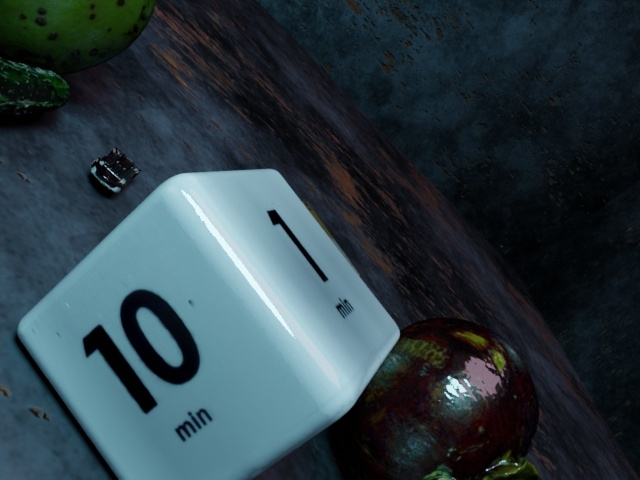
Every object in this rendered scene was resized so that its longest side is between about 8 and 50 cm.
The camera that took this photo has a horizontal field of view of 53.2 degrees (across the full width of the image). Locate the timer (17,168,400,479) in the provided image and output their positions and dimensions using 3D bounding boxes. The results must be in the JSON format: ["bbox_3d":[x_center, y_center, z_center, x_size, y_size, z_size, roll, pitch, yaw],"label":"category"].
[{"bbox_3d":[-0.078,0.074,0.519,0.195,0.192,0.194,52,18,4],"label":"timer"}]

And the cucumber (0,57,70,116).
[{"bbox_3d":[-0.324,-0.144,0.574,0.068,0.067,0.293,53,16,8],"label":"cucumber"}]

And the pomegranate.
[{"bbox_3d":[-0.304,-0.315,0.698,0.254,0.254,0.270,37,7,-36],"label":"pomegranate"}]

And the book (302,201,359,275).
[{"bbox_3d":[0.000,0.000,1.135,0.172,0.012,0.118,54,18,11],"label":"book"}]

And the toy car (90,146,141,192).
[{"bbox_3d":[-0.232,-0.077,0.719,0.041,0.025,0.093,44,16,-13],"label":"toy car"}]

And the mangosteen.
[{"bbox_3d":[0.152,0.225,0.697,0.231,0.231,0.289,24,24,-53],"label":"mangosteen"}]
